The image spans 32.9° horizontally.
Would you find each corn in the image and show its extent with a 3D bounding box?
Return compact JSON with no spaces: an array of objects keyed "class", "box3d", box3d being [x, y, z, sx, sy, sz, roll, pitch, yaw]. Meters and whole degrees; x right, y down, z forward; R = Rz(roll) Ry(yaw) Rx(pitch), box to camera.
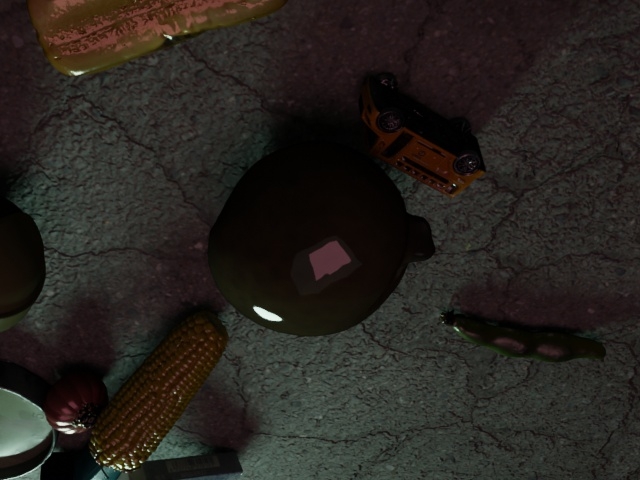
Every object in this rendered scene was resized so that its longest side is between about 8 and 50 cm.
[{"class":"corn","box3d":[-0.254,0.237,1.698,0.106,0.106,0.305,29,108,-28]}]

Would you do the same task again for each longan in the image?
[{"class":"longan","box3d":[0.000,0.000,1.437,0.300,0.243,0.300,-3,159,-1]}]

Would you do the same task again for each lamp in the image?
[{"class":"lamp","box3d":[-0.394,0.262,1.752,0.107,0.092,0.107,-29,142,-26]}]

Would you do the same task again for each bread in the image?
[{"class":"bread","box3d":[-0.188,-0.292,1.252,0.305,0.091,0.142,-16,125,11]}]

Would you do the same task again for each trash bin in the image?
[{"class":"trash bin","box3d":[-0.506,0.058,1.481,0.214,0.214,0.334,25,134,-25]}]

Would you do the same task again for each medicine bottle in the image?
[{"class":"medicine bottle","box3d":[-0.371,0.361,1.854,0.124,0.079,0.258,27,125,-31]}]

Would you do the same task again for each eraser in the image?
[{"class":"eraser","box3d":[-0.249,0.417,1.893,0.212,0.046,0.092,2,139,-33]}]

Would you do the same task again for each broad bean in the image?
[{"class":"broad bean","box3d":[0.323,0.163,1.749,0.297,0.043,0.060,11,121,-13]}]

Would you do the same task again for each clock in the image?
[{"class":"clock","box3d":[-0.571,0.301,1.800,0.281,0.055,0.280,-3,132,-3]}]

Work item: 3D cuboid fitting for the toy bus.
[{"class":"toy bus","box3d":[0.122,-0.135,1.428,0.194,0.083,0.088,26,127,-26]}]
